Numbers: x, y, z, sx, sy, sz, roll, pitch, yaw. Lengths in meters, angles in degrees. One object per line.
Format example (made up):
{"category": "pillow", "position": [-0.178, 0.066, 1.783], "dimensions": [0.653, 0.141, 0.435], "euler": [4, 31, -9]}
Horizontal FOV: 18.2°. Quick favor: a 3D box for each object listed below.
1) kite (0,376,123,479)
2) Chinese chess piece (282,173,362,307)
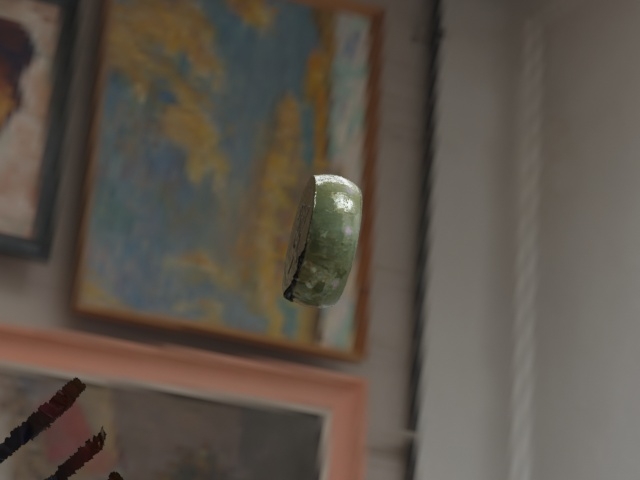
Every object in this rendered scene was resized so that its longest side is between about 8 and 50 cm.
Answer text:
{"category": "kite", "position": [-0.207, 0.182, 1.149], "dimensions": [0.245, 0.015, 0.141], "euler": [-42, -121, 17]}
{"category": "Chinese chess piece", "position": [0.000, 0.000, 1.235], "dimensions": [0.084, 0.034, 0.084], "euler": [-167, -90, -81]}
